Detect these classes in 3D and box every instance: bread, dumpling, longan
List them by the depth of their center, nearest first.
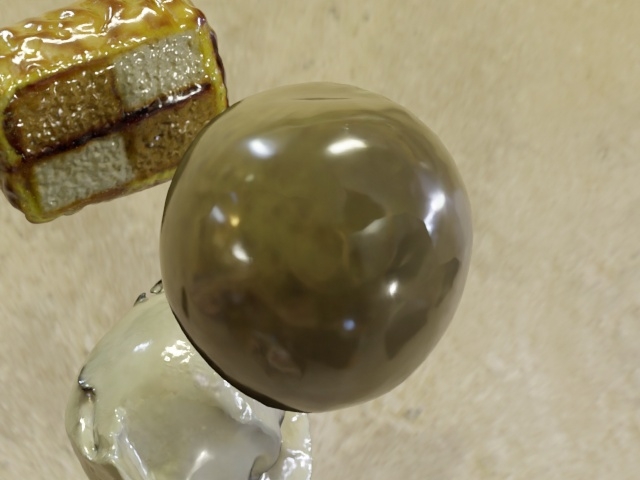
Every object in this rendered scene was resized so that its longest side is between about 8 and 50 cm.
[{"bbox_3d":[0.000,0.000,1.342,0.215,0.246,0.246,-3,75,-44],"label":"longan"},{"bbox_3d":[-0.087,0.143,1.601,0.227,0.175,0.243,43,66,-17],"label":"dumpling"},{"bbox_3d":[-0.188,-0.114,1.656,0.222,0.181,0.096,-22,41,-21],"label":"bread"}]
